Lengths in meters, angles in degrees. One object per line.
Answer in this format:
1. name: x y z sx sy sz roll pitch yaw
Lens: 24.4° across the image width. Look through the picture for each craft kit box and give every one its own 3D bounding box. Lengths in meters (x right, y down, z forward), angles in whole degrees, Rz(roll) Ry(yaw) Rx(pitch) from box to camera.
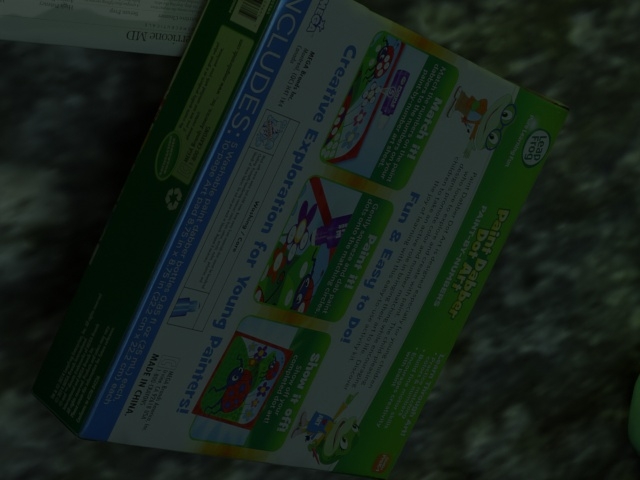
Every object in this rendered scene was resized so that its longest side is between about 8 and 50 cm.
1. craft kit box: 0.000 0.000 0.794 0.246 0.061 0.250 19 100 -45

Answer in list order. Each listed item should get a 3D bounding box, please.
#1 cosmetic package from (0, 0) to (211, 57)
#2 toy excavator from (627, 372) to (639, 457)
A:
1. cosmetic package: -0.165 -0.146 0.678 0.239 0.060 0.099 2 107 -29
2. toy excavator: 0.263 0.189 0.982 0.445 0.222 0.433 -1 110 -13
